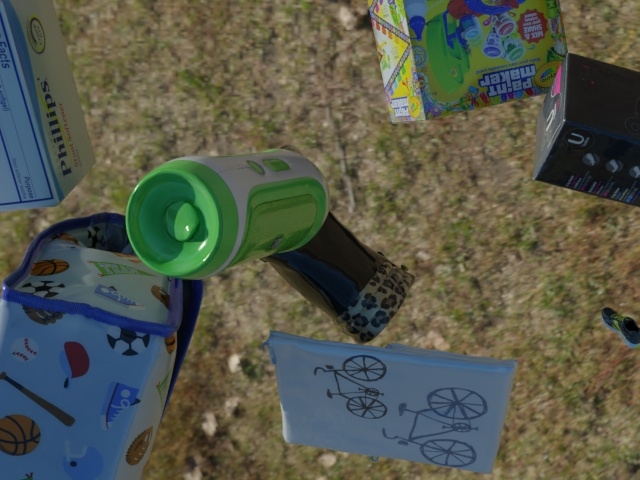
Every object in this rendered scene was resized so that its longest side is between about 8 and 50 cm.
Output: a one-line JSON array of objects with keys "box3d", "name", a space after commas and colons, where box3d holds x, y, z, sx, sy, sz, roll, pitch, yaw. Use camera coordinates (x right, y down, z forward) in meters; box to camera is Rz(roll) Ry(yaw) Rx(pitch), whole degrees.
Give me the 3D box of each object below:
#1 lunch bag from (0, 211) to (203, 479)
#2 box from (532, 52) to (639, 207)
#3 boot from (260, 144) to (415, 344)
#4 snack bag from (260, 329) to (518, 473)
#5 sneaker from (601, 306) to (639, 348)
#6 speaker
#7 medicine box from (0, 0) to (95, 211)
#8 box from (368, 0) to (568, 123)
[{"box3d": [-0.298, 0.160, 1.321, 0.239, 0.385, 0.328, 16, 104, -12], "name": "lunch bag"}, {"box3d": [0.489, -0.162, 1.628, 0.270, 0.165, 0.143, 14, 141, -2], "name": "box"}, {"box3d": [0.000, 0.000, 1.544, 0.284, 0.377, 0.138, 40, 101, -1], "name": "boot"}, {"box3d": [0.096, 0.236, 1.490, 0.342, 0.037, 0.323, 6, 143, 8], "name": "snack bag"}, {"box3d": [0.448, 0.121, 1.527, 0.083, 0.031, 0.035, 49, 153, 42], "name": "sneaker"}, {"box3d": [-0.090, -0.034, 1.131, 0.131, 0.296, 0.131, 3, 98, 21], "name": "speaker"}, {"box3d": [-0.474, -0.176, 1.333, 0.289, 0.149, 0.263, -6, 114, 10], "name": "medicine box"}, {"box3d": [0.260, -0.373, 1.836, 0.177, 0.290, 0.279, -163, 59, -74], "name": "box"}]
